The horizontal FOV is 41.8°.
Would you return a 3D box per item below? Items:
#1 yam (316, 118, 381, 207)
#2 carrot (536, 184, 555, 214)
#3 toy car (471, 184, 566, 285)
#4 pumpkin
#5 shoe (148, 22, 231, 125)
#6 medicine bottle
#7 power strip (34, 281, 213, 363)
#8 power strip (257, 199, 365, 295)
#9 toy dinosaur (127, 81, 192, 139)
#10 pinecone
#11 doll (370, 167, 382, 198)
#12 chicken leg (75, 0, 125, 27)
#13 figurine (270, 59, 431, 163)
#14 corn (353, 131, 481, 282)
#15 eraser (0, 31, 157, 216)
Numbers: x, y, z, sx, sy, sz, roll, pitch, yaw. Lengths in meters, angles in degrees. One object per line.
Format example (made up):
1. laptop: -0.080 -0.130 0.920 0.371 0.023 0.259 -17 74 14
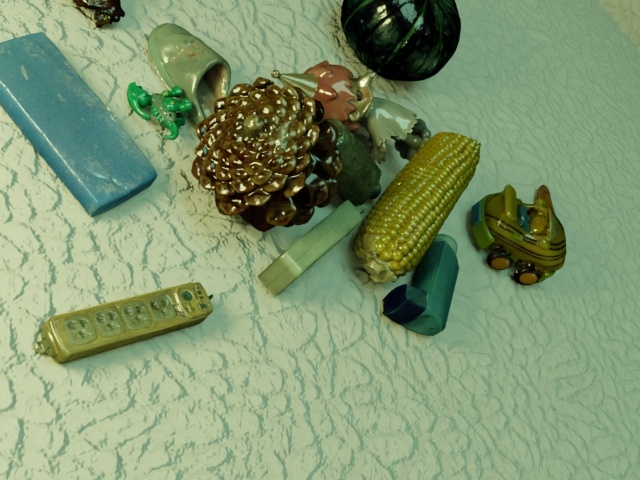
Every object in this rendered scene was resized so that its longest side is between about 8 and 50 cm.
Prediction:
1. yam: 0.042 -0.151 1.605 0.183 0.107 0.107 47 37 -37
2. carrot: 0.562 -0.065 2.088 0.057 0.057 0.224 28 43 -24
3. toy car: 0.465 -0.022 1.898 0.247 0.142 0.200 26 48 -23
4. pumpkin: 0.196 -0.522 1.953 0.315 0.238 0.315 21 54 -32
5. shoe: -0.221 -0.305 1.532 0.103 0.100 0.251 -23 81 -47
6. medicine bottle: 0.209 0.080 1.648 0.124 0.079 0.258 40 42 -13
7. power strip: -0.270 0.114 1.228 0.305 0.044 0.064 -13 70 -46
8. power strip: 0.000 0.000 1.510 0.053 0.093 0.288 48 41 1
9. toy dinosaur: -0.280 -0.226 1.461 0.096 0.059 0.132 -14 62 -37
10. pinecone: -0.074 -0.136 1.437 0.264 0.264 0.264 23 49 -28
11. doll: 0.099 -0.123 1.719 0.076 0.050 0.083 33 39 -47
12. chicken leg: -0.456 -0.475 1.485 0.253 0.051 0.106 32 50 -16
13. figurine: 0.057 -0.281 1.710 0.387 0.166 0.207 25 29 -32
14. corn: 0.191 -0.077 1.653 0.144 0.144 0.387 41 58 -11
15. eraser: -0.403 -0.189 1.328 0.312 0.042 0.144 51 41 1
